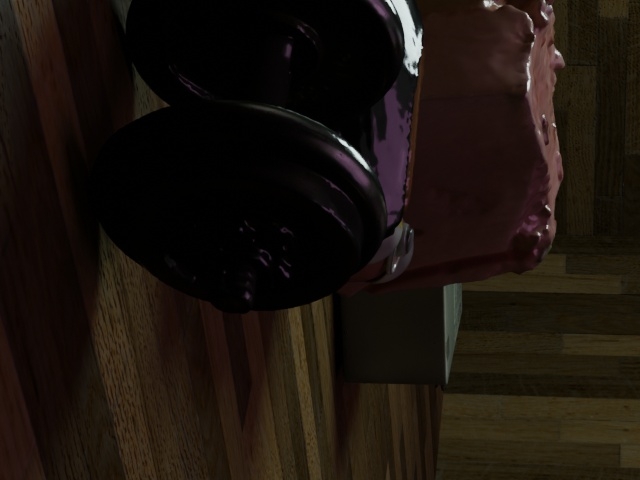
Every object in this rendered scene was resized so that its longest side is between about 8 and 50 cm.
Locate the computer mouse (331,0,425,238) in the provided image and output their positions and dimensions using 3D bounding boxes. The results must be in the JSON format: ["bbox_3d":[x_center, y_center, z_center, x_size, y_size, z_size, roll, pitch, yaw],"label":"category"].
[{"bbox_3d":[-0.004,-0.131,1.564,0.116,0.183,0.323,129,-30,-57],"label":"computer mouse"}]

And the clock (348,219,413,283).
[{"bbox_3d":[0.000,0.000,1.677,0.166,0.162,0.093,54,41,-76],"label":"clock"}]

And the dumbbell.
[{"bbox_3d":[-0.044,-0.078,1.250,0.192,0.192,0.290,80,13,-54],"label":"dumbbell"}]

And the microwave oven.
[{"bbox_3d":[0.104,0.070,2.470,0.240,0.145,0.194,-69,161,-67],"label":"microwave oven"}]

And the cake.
[{"bbox_3d":[0.096,-0.153,1.894,0.314,0.293,0.307,72,17,-48],"label":"cake"}]
